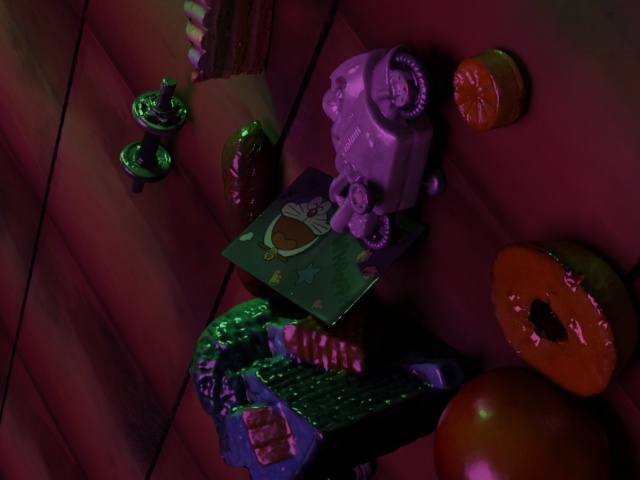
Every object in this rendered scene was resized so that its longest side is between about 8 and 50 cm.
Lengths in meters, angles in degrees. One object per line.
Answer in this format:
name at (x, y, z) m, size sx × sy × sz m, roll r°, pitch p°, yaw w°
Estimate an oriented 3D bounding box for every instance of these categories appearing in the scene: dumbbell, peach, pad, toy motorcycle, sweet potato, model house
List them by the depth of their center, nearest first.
peach at (0.208, 0.225, 1.444) m, size 0.197 × 0.197 × 0.197 m, roll 33°, pitch 132°, yaw 45°
toy motorcycle at (0.059, -0.121, 1.556) m, size 0.171 × 0.110 × 0.260 m, roll 51°, pitch 142°, yaw 37°
model house at (0.022, 0.164, 1.612) m, size 0.241 × 0.261 × 0.226 m, roll -10°, pitch 99°, yaw 59°
pad at (0.000, 0.000, 1.669) m, size 0.245 × 0.170 × 0.006 m, roll 30°, pitch 160°, yaw 49°
sweet potato at (-0.094, -0.031, 1.869) m, size 0.075 × 0.075 × 0.273 m, roll 30°, pitch 131°, yaw 47°
dumbbell at (-0.251, -0.153, 2.036) m, size 0.081 × 0.081 × 0.254 m, roll 56°, pitch 145°, yaw 23°

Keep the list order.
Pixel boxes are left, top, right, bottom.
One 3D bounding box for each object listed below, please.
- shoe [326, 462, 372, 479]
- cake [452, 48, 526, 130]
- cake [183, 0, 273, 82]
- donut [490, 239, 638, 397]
shoe at (0.004, 0.344, 1.893) m, size 0.071 × 0.099 × 0.169 m, roll 53°, pitch 145°, yaw 23°
cake at (0.175, -0.155, 1.411) m, size 0.084 × 0.044 × 0.084 m, roll 32°, pitch 131°, yaw 47°
cake at (-0.110, -0.302, 1.711) m, size 0.090 × 0.109 × 0.225 m, roll 26°, pitch 127°, yaw 49°
donut at (0.253, 0.073, 1.398) m, size 0.178 × 0.065 × 0.162 m, roll 40°, pitch 142°, yaw 38°
